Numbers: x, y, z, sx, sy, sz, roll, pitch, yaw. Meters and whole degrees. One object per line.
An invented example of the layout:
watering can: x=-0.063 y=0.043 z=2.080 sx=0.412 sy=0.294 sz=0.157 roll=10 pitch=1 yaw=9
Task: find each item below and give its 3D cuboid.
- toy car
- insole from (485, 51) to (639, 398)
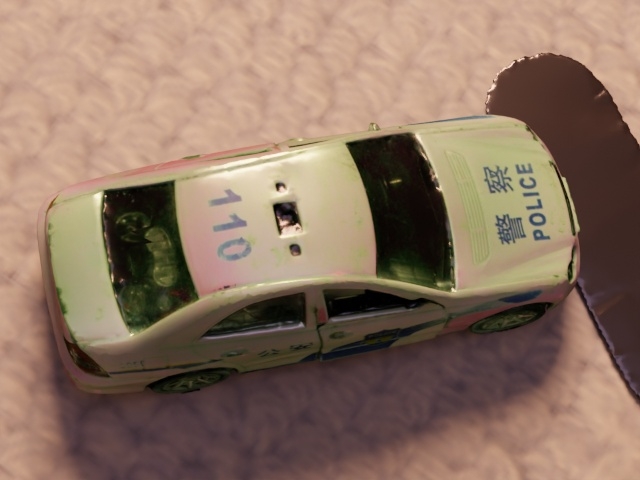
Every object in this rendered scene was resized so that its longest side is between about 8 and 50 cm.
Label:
toy car: x=0.000 y=0.000 z=0.664 sx=0.224 sy=0.076 sz=0.090 roll=-10 pitch=73 yaw=-10
insole: x=0.147 y=0.016 z=0.715 sx=0.080 sy=0.003 sz=0.232 roll=-30 pitch=78 yaw=-15
